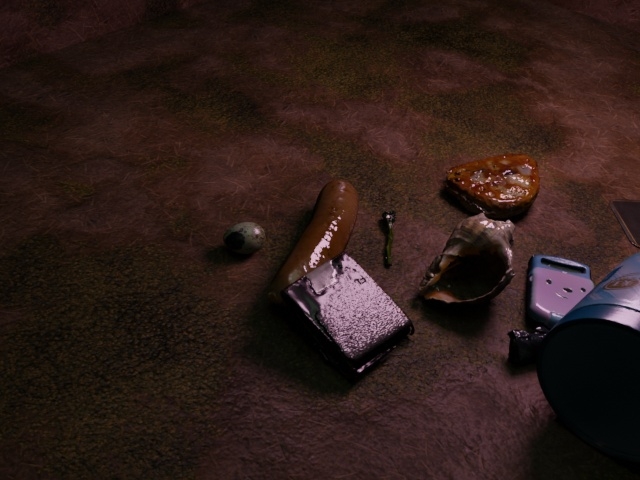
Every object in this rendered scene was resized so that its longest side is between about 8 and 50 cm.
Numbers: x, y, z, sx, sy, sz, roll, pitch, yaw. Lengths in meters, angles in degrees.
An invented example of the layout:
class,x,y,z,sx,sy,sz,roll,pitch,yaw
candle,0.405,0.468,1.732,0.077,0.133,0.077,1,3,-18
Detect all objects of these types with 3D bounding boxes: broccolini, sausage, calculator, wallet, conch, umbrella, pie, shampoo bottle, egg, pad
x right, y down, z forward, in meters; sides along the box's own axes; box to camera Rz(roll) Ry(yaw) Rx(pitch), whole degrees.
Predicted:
class,x,y,z,sx,sy,sz,roll,pitch,yaw
broccolini,0.192,-0.006,1.940,0.044,0.042,0.218,6,46,-2
sausage,0.003,0.001,1.832,0.136,0.123,0.500,11,40,14
calculator,0.608,0.130,1.796,0.173,0.051,0.293,13,37,9
wallet,0.065,0.163,1.632,0.221,0.071,0.262,-31,72,-34
conch,0.386,0.066,1.783,0.291,0.159,0.210,-43,61,3
umbrella,0.541,0.240,1.659,0.224,0.080,0.071,1,4,-12
pie,0.521,-0.164,2.121,0.309,0.085,0.308,0,41,0
shampoo bottle,0.684,0.226,1.481,0.331,0.331,0.343,34,46,30
egg,-0.197,-0.006,1.844,0.110,0.085,0.085,0,40,-7
pad,1.069,-0.044,2.062,0.376,0.063,0.314,2,40,-4

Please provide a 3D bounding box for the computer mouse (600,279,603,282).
class,x,y,z,sx,sy,sz,roll,pitch,yaw
computer mouse,0.836,0.124,1.789,0.323,0.116,0.183,-26,48,-27
